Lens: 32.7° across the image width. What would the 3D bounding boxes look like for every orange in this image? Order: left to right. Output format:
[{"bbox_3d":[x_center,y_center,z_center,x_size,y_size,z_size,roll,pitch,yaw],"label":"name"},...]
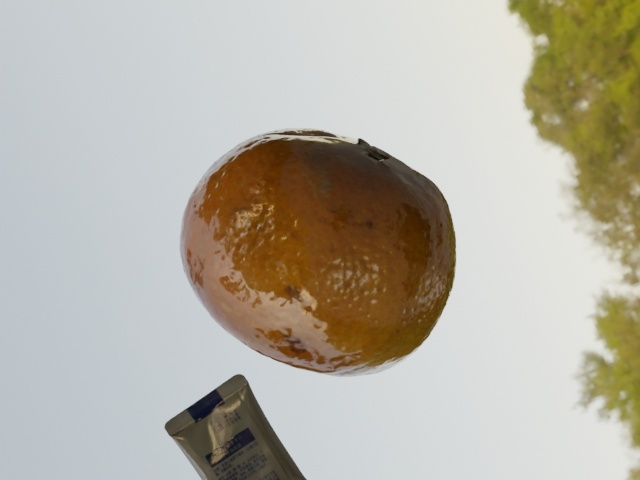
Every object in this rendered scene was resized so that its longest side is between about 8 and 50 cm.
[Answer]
[{"bbox_3d":[0.000,0.000,0.832,0.224,0.170,0.224,25,-164,-8],"label":"orange"}]

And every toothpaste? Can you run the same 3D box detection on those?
[{"bbox_3d":[-0.045,0.264,1.069,0.266,0.096,0.061,55,178,13],"label":"toothpaste"}]
